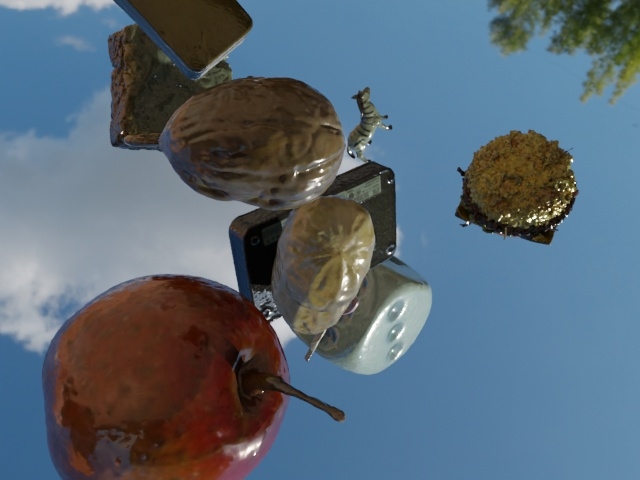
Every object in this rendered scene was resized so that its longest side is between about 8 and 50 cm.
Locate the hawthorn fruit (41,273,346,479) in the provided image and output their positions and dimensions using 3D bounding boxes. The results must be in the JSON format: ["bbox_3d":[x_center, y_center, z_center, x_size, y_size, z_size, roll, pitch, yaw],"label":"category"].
[{"bbox_3d":[-0.140,0.141,0.687,0.263,0.231,0.235,-20,-115,-8],"label":"hawthorn fruit"}]

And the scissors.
[{"bbox_3d":[0.009,0.166,1.422,0.021,0.212,0.110,9,-155,-44],"label":"scissors"}]

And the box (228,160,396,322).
[{"bbox_3d":[0.000,0.000,1.269,0.350,0.211,0.058,-27,-144,-30],"label":"box"}]

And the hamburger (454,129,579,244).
[{"bbox_3d":[0.397,-0.111,1.391,0.243,0.138,0.261,15,-111,18],"label":"hamburger"}]

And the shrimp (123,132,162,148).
[{"bbox_3d":[-0.224,-0.140,0.971,0.108,0.023,0.059,-3,-167,-21],"label":"shrimp"}]

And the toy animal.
[{"bbox_3d":[0.134,-0.349,2.086,0.176,0.217,0.073,11,-153,-43],"label":"toy animal"}]

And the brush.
[{"bbox_3d":[-0.203,-0.335,0.979,0.197,0.059,0.123,47,-107,-2],"label":"brush"}]

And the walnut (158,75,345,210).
[{"bbox_3d":[-0.082,-0.120,0.835,0.230,0.178,0.178,0,-137,-3],"label":"walnut"}]

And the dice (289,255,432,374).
[{"bbox_3d":[0.093,0.153,1.694,0.265,0.268,0.262,38,-168,34],"label":"dice"}]

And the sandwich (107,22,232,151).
[{"bbox_3d":[-0.327,-0.353,1.509,0.262,0.131,0.325,2,-98,-33],"label":"sandwich"}]

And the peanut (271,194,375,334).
[{"bbox_3d":[-0.003,0.050,1.083,0.152,0.313,0.152,7,-122,-11],"label":"peanut"}]
